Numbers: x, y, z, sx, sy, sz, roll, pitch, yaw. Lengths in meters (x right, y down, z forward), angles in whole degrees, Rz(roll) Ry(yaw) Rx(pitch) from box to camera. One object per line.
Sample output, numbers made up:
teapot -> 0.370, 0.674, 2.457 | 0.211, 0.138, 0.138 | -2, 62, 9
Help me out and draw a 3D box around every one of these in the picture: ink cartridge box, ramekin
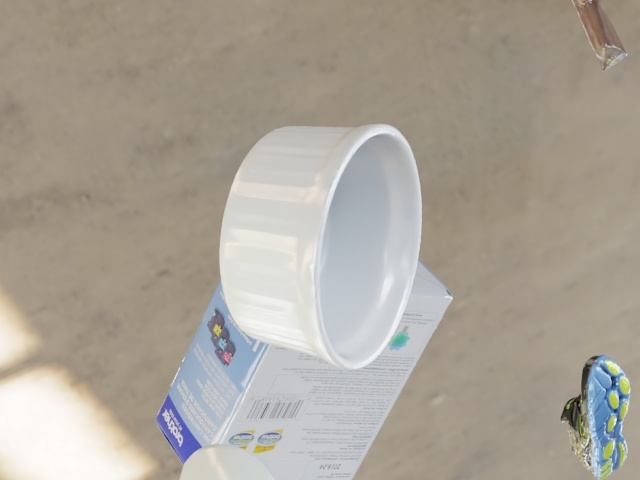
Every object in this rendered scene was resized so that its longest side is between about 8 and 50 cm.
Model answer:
ink cartridge box -> -0.039, 0.184, 2.196 | 0.270, 0.151, 0.395 | 5, 120, -38
ramekin -> 0.000, 0.000, 1.852 | 0.135, 0.277, 0.277 | 9, 172, 26

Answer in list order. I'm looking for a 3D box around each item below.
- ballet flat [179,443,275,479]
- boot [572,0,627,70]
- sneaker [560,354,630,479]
ballet flat -> -0.062, 0.375, 1.370 | 0.139, 0.400, 0.139 | -10, -173, 1
boot -> 0.255, -0.223, 1.570 | 0.037, 0.114, 0.106 | -23, 164, 26
sneaker -> 0.304, 0.197, 1.850 | 0.067, 0.078, 0.188 | -39, 144, -24
